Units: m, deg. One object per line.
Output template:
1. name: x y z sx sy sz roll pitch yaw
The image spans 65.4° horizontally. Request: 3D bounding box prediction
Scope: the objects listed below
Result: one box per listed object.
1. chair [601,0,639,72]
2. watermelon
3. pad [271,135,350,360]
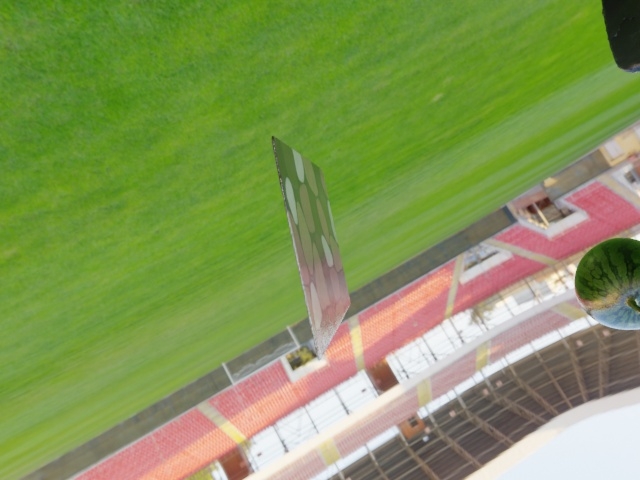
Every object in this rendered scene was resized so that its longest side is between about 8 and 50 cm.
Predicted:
1. chair: 0.377 -0.219 0.410 0.145 0.140 0.221 21 151 -28
2. watermelon: 0.463 0.071 0.756 0.141 0.140 0.187 -34 180 26
3. pad: 0.000 0.000 0.445 0.003 0.158 0.235 -12 180 9
